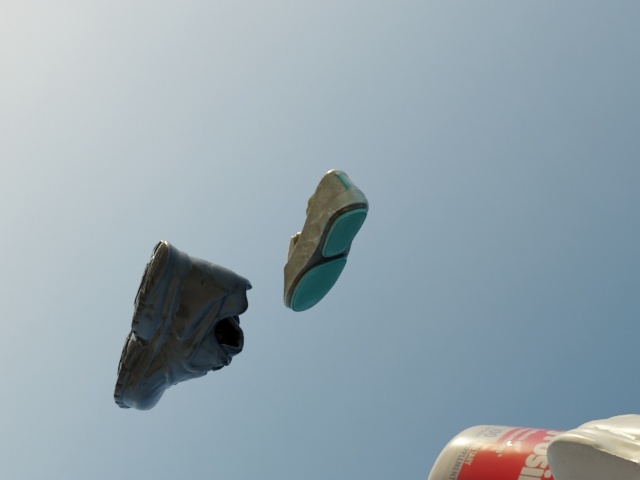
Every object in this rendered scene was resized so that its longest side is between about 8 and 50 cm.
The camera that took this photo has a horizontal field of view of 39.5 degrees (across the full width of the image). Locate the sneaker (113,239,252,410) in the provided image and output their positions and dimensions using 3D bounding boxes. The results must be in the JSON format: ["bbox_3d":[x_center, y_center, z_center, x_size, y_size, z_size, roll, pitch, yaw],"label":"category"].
[{"bbox_3d":[-0.158,0.121,1.014,0.286,0.130,0.109,119,-17,-50],"label":"sneaker"}]

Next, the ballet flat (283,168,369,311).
[{"bbox_3d":[0.000,0.000,0.798,0.052,0.057,0.168,61,-35,26],"label":"ballet flat"}]

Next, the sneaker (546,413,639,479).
[{"bbox_3d":[0.245,0.141,0.557,0.212,0.094,0.080,6,-65,61],"label":"sneaker"}]

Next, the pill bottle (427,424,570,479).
[{"bbox_3d":[0.339,0.341,1.030,0.407,0.229,0.229,-6,-103,45],"label":"pill bottle"}]
